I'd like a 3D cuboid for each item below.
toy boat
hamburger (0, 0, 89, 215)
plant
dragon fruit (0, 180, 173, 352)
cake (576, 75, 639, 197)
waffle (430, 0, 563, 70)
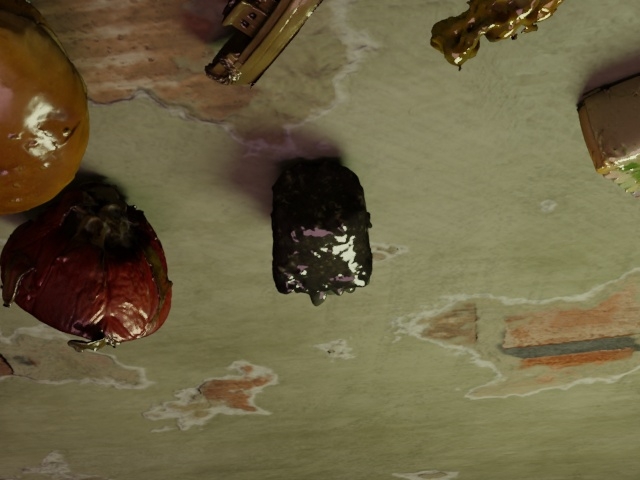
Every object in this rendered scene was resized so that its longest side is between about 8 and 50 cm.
[{"bbox_3d":[-0.056,-0.226,1.138,0.072,0.064,0.206,30,137,-15],"label":"toy boat"},{"bbox_3d":[-0.380,-0.141,1.146,0.290,0.170,0.314,-10,147,-1],"label":"hamburger"},{"bbox_3d":[0.000,0.000,1.434,0.129,0.132,0.194,-2,144,4],"label":"plant"},{"bbox_3d":[-0.272,0.010,1.406,0.224,0.218,0.148,-23,140,-61],"label":"dragon fruit"},{"bbox_3d":[0.392,-0.097,1.353,0.109,0.090,0.225,-25,143,24],"label":"cake"},{"bbox_3d":[0.206,-0.271,0.969,0.260,0.069,0.293,-33,163,-3],"label":"waffle"}]
